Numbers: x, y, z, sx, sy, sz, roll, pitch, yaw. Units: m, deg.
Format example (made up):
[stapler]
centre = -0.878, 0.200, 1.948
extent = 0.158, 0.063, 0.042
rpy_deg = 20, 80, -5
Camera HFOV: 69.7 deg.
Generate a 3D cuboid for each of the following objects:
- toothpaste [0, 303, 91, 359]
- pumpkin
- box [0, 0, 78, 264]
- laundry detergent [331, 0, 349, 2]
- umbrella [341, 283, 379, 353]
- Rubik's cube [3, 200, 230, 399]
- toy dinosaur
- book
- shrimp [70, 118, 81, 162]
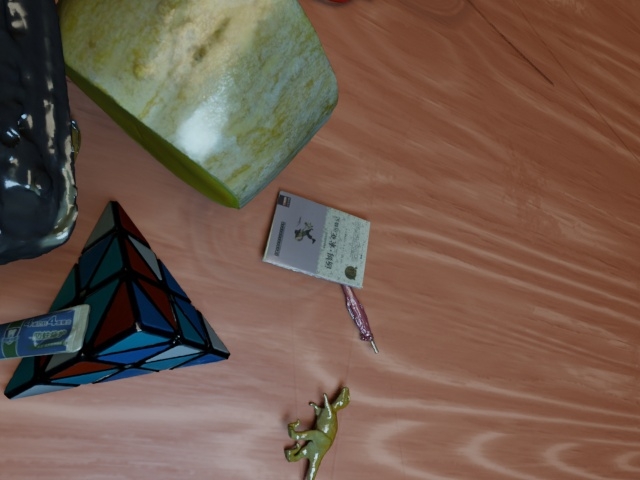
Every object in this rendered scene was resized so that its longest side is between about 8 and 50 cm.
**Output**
[toothpaste]
centre = -0.345, 0.109, 0.497
extent = 0.197, 0.035, 0.057
rpy_deg = -11, 52, 5
[pumpkin]
centre = -0.164, -0.189, 0.550
extent = 0.332, 0.332, 0.199
rpy_deg = 42, 73, -17
[box]
centre = -0.397, -0.138, 0.441
extent = 0.091, 0.350, 0.359
rpy_deg = -1, 84, -68
[laundry detergent]
centre = 0.040, -0.477, 0.835
extent = 0.165, 0.049, 0.097
rpy_deg = 6, 89, -27
[umbrella]
centre = 0.062, 0.121, 0.795
extent = 0.027, 0.025, 0.165
rpy_deg = -24, 93, -11
[Rubik's cube]
centre = -0.253, 0.038, 0.574
extent = 0.284, 0.250, 0.234
rpy_deg = -5, 68, -23
[toy dinosaur]
centre = 0.006, 0.328, 0.737
extent = 0.126, 0.039, 0.162
rpy_deg = -12, 91, -29
[book]
centre = 0.000, 0.000, 0.771
extent = 0.182, 0.014, 0.127
rpy_deg = 18, 70, -21
[shrimp]
centre = -0.396, -0.120, 0.576
extent = 0.161, 0.049, 0.166
rpy_deg = 42, 67, -20
